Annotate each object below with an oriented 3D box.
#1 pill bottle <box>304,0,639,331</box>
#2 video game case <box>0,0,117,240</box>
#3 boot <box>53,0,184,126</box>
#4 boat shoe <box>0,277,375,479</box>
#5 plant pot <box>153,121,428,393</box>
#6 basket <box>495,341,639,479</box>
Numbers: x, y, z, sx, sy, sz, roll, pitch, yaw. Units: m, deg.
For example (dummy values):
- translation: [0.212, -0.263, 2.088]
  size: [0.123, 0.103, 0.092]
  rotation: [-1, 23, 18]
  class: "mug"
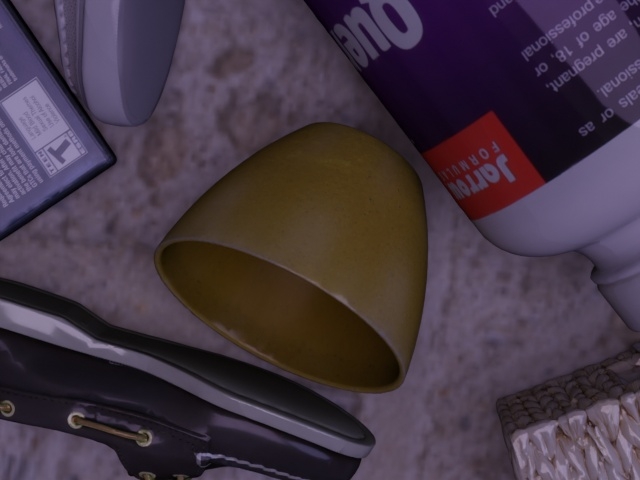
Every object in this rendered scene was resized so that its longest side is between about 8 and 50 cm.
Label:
- translation: [0.097, -0.121, 0.751]
  size: [0.181, 0.181, 0.323]
  rotation: [-37, 92, 1]
  class: "pill bottle"
- translation: [-0.271, -0.045, 0.827]
  size: [0.274, 0.026, 0.196]
  rotation: [-34, 93, 2]
  class: "video game case"
- translation: [-0.134, -0.187, 0.801]
  size: [0.123, 0.095, 0.258]
  rotation: [3, 92, 14]
  class: "boot"
- translation: [-0.087, 0.084, 0.812]
  size: [0.227, 0.081, 0.069]
  rotation: [20, 95, 5]
  class: "boat shoe"
- translation: [0.000, 0.000, 0.793]
  size: [0.134, 0.134, 0.095]
  rotation: [29, 67, -2]
  class: "plant pot"
- translation: [0.156, 0.143, 0.802]
  size: [0.103, 0.113, 0.167]
  rotation: [-15, 93, 4]
  class: "basket"
